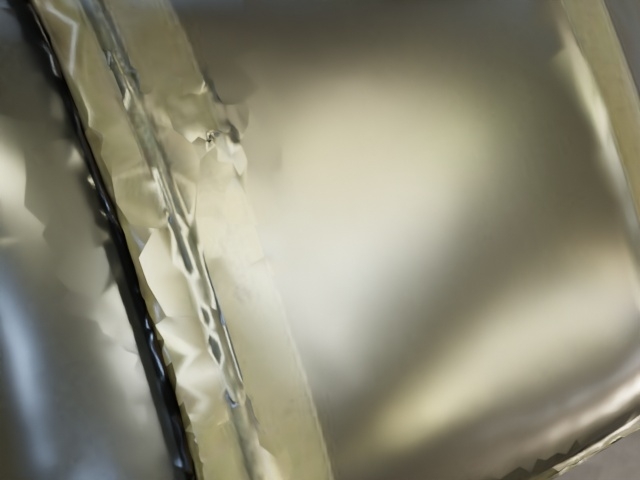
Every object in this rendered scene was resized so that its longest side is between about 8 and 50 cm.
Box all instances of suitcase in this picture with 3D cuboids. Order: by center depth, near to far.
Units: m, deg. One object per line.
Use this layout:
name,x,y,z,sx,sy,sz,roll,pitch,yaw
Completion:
suitcase,0.000,0.000,0.496,0.434,0.283,0.194,-18,179,-31
